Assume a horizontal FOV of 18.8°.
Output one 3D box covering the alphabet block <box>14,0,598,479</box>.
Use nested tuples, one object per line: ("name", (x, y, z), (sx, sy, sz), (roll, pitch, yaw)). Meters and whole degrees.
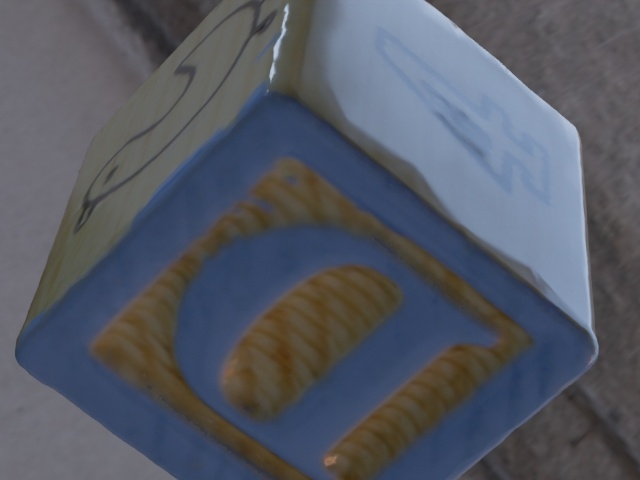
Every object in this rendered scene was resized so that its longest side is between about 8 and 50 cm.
("alphabet block", (0.000, 0.000, 0.912), (0.193, 0.197, 0.192), (40, -64, -18))
